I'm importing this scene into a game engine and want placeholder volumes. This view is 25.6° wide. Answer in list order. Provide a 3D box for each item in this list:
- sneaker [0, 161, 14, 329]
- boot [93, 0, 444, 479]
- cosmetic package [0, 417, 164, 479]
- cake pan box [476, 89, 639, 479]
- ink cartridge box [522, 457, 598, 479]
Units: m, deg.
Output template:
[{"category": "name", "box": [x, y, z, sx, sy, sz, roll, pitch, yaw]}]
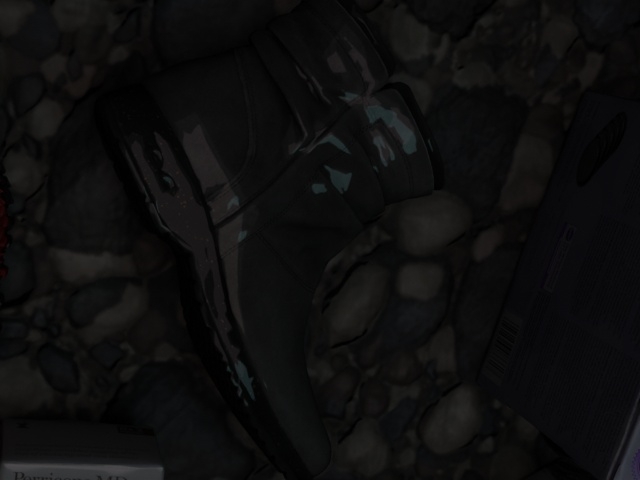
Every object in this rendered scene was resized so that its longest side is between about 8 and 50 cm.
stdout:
[{"category": "sneaker", "box": [-0.290, 0.065, 0.982, 0.125, 0.104, 0.262, 8, 89, 2]}, {"category": "boot", "box": [0.000, 0.000, 1.027, 0.222, 0.118, 0.338, -26, 109, -14]}, {"category": "cosmetic package", "box": [-0.184, 0.251, 1.018, 0.117, 0.085, 0.231, 4, 104, -13]}, {"category": "cake pan box", "box": [0.220, 0.033, 1.014, 0.070, 0.246, 0.267, 19, 94, -16]}, {"category": "ink cartridge box", "box": [0.254, 0.233, 1.083, 0.273, 0.197, 0.114, -28, 104, -8]}]
